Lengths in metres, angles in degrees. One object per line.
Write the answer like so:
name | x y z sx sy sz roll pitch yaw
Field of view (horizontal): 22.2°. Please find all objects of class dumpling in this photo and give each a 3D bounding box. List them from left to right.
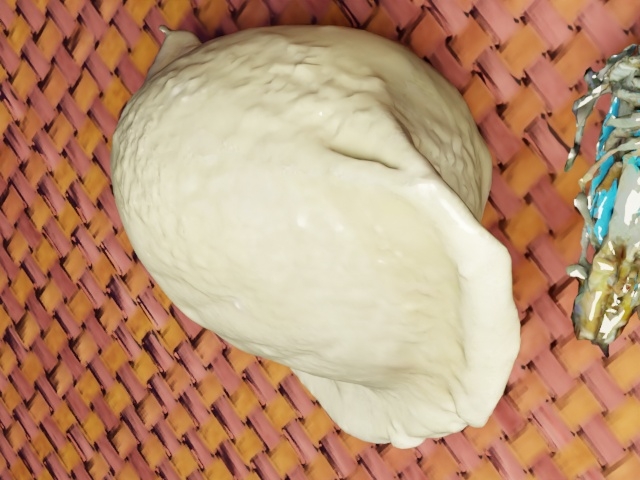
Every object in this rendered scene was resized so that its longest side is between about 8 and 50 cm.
dumpling | 0.002 0.001 0.588 0.215 0.126 0.166 3 124 40

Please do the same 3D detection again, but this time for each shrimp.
shrimp | 0.124 -0.041 0.506 0.082 0.076 0.174 11 116 -4
